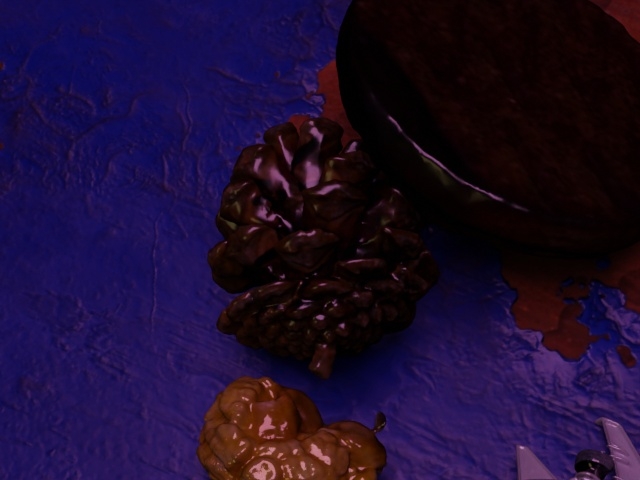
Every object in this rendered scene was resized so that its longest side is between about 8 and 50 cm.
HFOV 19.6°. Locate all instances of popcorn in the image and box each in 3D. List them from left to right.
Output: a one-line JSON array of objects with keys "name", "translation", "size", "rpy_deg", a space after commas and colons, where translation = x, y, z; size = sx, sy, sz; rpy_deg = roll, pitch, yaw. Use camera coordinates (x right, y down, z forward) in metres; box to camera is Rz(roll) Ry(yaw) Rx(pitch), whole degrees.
[{"name": "popcorn", "translation": [-0.037, 0.236, 1.875], "size": [0.194, 0.140, 0.163], "rpy_deg": [22, 60, 4]}]

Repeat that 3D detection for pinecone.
[{"name": "pinecone", "translation": [0.000, 0.000, 1.934], "size": [0.244, 0.244, 0.309], "rpy_deg": [-13, 53, -1]}]

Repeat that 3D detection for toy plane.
[{"name": "toy plane", "translation": [0.298, 0.285, 1.836], "size": [0.255, 0.101, 0.251], "rpy_deg": [17, 55, 13]}]

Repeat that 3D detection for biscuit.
[{"name": "biscuit", "translation": [0.203, -0.141, 1.972], "size": [0.407, 0.091, 0.407], "rpy_deg": [13, 45, -14]}]
